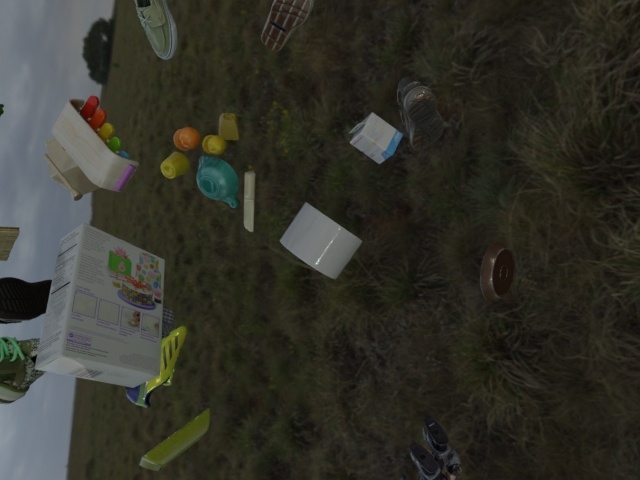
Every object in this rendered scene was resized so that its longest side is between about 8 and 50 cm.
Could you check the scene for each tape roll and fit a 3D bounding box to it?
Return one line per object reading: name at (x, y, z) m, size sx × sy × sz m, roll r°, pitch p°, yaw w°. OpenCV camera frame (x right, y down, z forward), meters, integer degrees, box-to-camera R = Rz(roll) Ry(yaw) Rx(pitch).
tape roll at (0.000, 0.000, 1.613) m, size 0.169 × 0.246 × 0.246 m, roll -55°, pitch 30°, yaw 3°

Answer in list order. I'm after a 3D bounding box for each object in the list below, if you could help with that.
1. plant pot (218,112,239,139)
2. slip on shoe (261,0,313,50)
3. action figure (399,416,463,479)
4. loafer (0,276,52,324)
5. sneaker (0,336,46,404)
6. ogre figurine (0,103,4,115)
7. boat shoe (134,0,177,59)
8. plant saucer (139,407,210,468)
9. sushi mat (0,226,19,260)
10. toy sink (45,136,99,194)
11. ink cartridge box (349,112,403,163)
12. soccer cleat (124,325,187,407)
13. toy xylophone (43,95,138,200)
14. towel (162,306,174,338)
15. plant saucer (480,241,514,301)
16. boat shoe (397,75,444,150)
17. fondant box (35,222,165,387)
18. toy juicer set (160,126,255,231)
plant pot at (-0.362, -0.456, 1.803) m, size 0.083 × 0.081 × 0.081 m, roll 104°, pitch 161°, yaw -52°
slip on shoe at (-0.046, -0.328, 0.663) m, size 0.135 × 0.051 × 0.041 m, roll -25°, pitch 39°, yaw 65°
action figure at (0.278, 0.576, 1.145) m, size 0.099 × 0.185 × 0.285 m, roll 32°, pitch 145°, yaw 42°
loafer at (-0.908, 0.197, 1.364) m, size 0.134 × 0.130 × 0.366 m, roll 64°, pitch 176°, yaw 6°
sneaker at (-0.801, 0.279, 1.136) m, size 0.158 × 0.182 × 0.410 m, roll 54°, pitch 164°, yaw 18°
ogre figurine at (-0.769, -0.246, 0.991) m, size 0.197 × 0.097 × 0.118 m, roll -59°, pitch 9°, yaw 13°
boat shoe at (-0.533, -0.720, 1.426) m, size 0.094 × 0.109 × 0.302 m, roll -52°, pitch -36°, yaw -49°
plant saucer at (-0.368, 0.526, 1.184) m, size 0.045 × 0.188 × 0.188 m, roll 52°, pitch 145°, yaw 12°
sushi mat at (-0.942, 0.007, 1.125) m, size 0.151 × 0.316 × 0.019 m, roll -43°, pitch 60°, yaw 35°
toy sink at (-0.901, -0.308, 1.682) m, size 0.153 × 0.131 × 0.234 m, roll 64°, pitch -174°, yaw -66°
ink cartridge box at (0.171, -0.332, 1.464) m, size 0.090 × 0.143 × 0.092 m, roll -61°, pitch 14°, yaw -19°
soccer cleat at (-0.533, 0.428, 1.554) m, size 0.289 × 0.121 × 0.093 m, roll -55°, pitch -9°, yaw -18°
toy xylophone at (-0.698, -0.269, 1.361) m, size 0.236 × 0.081 × 0.323 m, roll -40°, pitch 78°, yaw 21°
towel at (-0.672, 0.305, 1.705) m, size 0.121 × 0.283 × 0.235 m, roll -58°, pitch 30°, yaw 2°
plant saucer at (0.491, 0.088, 1.252) m, size 0.029 × 0.168 × 0.168 m, roll 7°, pitch 91°, yaw 46°
boat shoe at (0.349, -0.450, 1.616) m, size 0.355 × 0.132 × 0.130 m, roll 55°, pitch -168°, yaw -64°
fondant box at (-0.495, 0.154, 1.072) m, size 0.096 × 0.238 × 0.330 m, roll -27°, pitch 52°, yaw 24°
toy juicer set at (-0.280, -0.195, 1.285) m, size 0.209 × 0.329 × 0.089 m, roll -57°, pitch -1°, yaw 38°
